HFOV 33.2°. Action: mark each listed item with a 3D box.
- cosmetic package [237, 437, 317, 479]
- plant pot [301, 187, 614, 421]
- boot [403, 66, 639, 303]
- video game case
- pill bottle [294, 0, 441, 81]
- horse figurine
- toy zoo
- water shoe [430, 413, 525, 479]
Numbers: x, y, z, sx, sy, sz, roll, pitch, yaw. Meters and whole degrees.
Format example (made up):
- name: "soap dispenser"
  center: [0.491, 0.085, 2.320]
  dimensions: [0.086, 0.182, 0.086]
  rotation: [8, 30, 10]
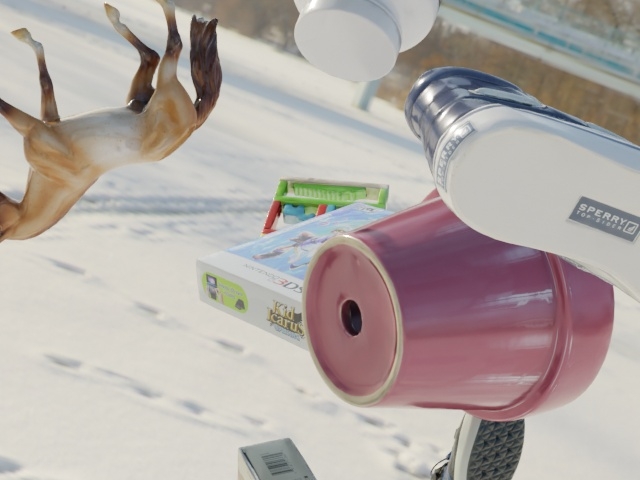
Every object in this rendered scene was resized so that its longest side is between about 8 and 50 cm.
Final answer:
- name: "cosmetic package"
  center: [-0.032, 0.205, 0.758]
  dimensions: [0.041, 0.115, 0.060]
  rotation: [-7, 25, -21]
- name: "plant pot"
  center: [0.093, 0.051, 0.837]
  dimensions: [0.180, 0.201, 0.201]
  rotation: [-7, 24, -35]
- name: "boot"
  center: [0.127, -0.022, 0.475]
  dimensions: [0.190, 0.069, 0.086]
  rotation: [24, 22, -21]
- name: "video game case"
  center: [0.033, 0.036, 1.259]
  dimensions: [0.269, 0.061, 0.244]
  rotation: [-21, 27, -37]
- name: "pill bottle"
  center: [0.075, -0.357, 1.318]
  dimensions: [0.181, 0.323, 0.181]
  rotation: [16, -28, 8]
- name: "horse figurine"
  center: [-0.190, -0.116, 0.947]
  dimensions: [0.263, 0.175, 0.066]
  rotation: [-23, 16, -17]
- name: "toy zoo"
  center: [0.000, 0.000, 1.727]
  dimensions: [0.192, 0.030, 0.293]
  rotation: [5, 41, 9]
- name: "water shoe"
  center: [0.130, 0.220, 0.994]
  dimensions: [0.073, 0.203, 0.080]
  rotation: [0, 15, -35]
